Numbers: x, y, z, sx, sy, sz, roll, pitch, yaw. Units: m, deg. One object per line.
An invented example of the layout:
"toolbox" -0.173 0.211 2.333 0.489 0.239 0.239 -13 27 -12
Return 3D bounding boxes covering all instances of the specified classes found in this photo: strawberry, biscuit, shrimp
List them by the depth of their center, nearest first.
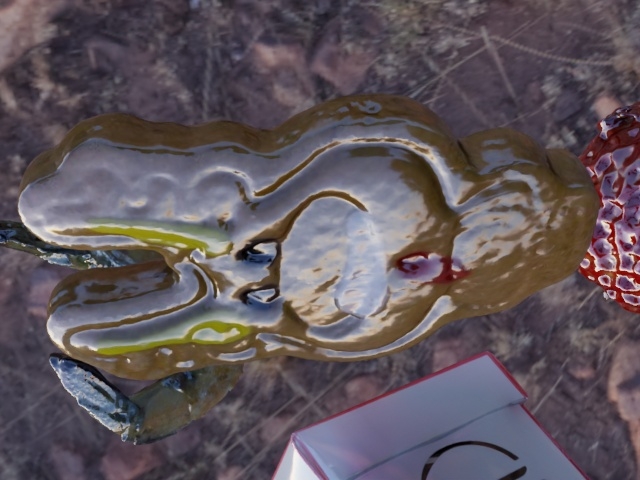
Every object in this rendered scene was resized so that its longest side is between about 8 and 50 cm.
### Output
"biscuit" 0.001 0.003 0.614 0.295 0.044 0.186 -7 138 -6
"strawberry" 0.329 -0.033 1.001 0.205 0.205 0.244 59 163 0
"shrimp" -0.247 0.093 1.447 0.085 0.445 0.272 12 75 43

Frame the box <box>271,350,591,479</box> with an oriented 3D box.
"box" 0.123 0.367 1.354 0.300 0.314 0.312 50 138 29
